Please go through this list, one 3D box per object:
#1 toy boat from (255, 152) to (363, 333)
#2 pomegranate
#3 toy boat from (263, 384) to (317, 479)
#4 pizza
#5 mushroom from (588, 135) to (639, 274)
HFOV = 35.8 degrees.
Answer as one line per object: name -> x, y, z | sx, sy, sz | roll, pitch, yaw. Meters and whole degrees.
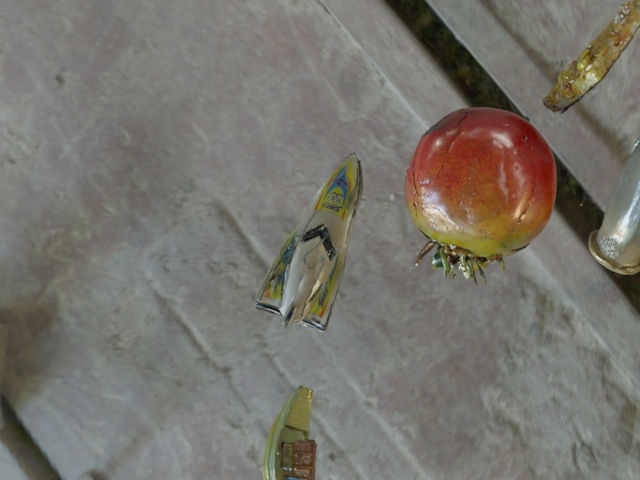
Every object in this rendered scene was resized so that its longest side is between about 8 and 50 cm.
toy boat -> 0.000, 0.000, 1.082 | 0.084, 0.066, 0.210 | 19, 82, 12
pomegranate -> 0.210, -0.063, 1.322 | 0.210, 0.210, 0.235 | 17, 94, 14
toy boat -> -0.034, 0.280, 1.308 | 0.066, 0.065, 0.172 | -15, 60, 35
pizza -> 0.343, -0.225, 1.257 | 0.041, 0.131, 0.178 | 39, 128, -2
mushroom -> 0.438, -0.071, 1.308 | 0.096, 0.108, 0.247 | 29, 114, 11
